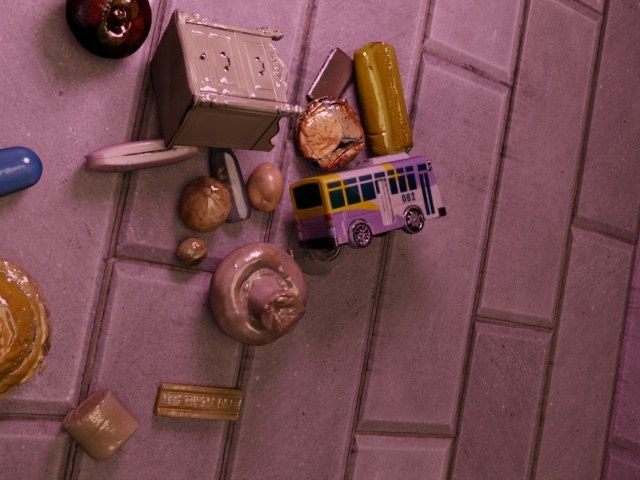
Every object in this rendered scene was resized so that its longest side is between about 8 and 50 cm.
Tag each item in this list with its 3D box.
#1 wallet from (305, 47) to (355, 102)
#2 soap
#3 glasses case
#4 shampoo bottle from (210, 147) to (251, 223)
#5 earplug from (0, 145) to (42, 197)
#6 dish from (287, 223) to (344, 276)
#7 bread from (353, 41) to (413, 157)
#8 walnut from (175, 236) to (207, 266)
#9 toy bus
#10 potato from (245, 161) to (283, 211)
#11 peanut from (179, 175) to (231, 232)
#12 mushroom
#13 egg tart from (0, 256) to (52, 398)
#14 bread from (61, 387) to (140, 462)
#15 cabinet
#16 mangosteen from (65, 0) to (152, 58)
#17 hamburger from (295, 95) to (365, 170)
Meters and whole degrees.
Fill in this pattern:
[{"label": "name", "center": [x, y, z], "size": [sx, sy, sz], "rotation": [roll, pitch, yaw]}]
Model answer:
[{"label": "wallet", "center": [0.038, -0.503, 2.091], "size": [0.110, 0.031, 0.198], "rotation": [35, 76, -26]}, {"label": "soap", "center": [-0.350, 0.465, 1.905], "size": [0.252, 0.037, 0.092], "rotation": [12, 85, -30]}, {"label": "glasses case", "center": [-0.471, -0.229, 1.761], "size": [0.297, 0.113, 0.075], "rotation": [-14, 97, -28]}, {"label": "shampoo bottle", "center": [-0.265, -0.170, 1.912], "size": [0.087, 0.049, 0.233], "rotation": [-13, 100, 0]}, {"label": "earplug", "center": [-0.802, -0.150, 1.570], "size": [0.273, 0.132, 0.132], "rotation": [-22, 103, -31]}, {"label": "dish", "center": [0.000, 0.000, 2.064], "size": [0.224, 0.078, 0.246], "rotation": [-24, 104, -26]}, {"label": "bread", "center": [0.194, -0.444, 2.134], "size": [0.166, 0.112, 0.383], "rotation": [-23, 105, -38]}, {"label": "walnut", "center": [-0.361, 0.032, 1.855], "size": [0.092, 0.092, 0.092], "rotation": [-1, 93, -30]}, {"label": "toy bus", "center": [0.146, -0.120, 1.992], "size": [0.440, 0.209, 0.249], "rotation": [-15, 95, -31]}, {"label": "potato", "center": [-0.160, -0.157, 1.951], "size": [0.112, 0.112, 0.147], "rotation": [-2, 100, -30]}, {"label": "peanut", "center": [-0.324, -0.098, 1.855], "size": [0.141, 0.109, 0.159], "rotation": [33, 100, 2]}, {"label": "mushroom", "center": [-0.155, 0.152, 1.857], "size": [0.298, 0.290, 0.297], "rotation": [-2, 94, -31]}, {"label": "egg tart", "center": [-0.827, 0.215, 1.553], "size": [0.388, 0.169, 0.387], "rotation": [0, 89, -26]}, {"label": "bread", "center": [-0.570, 0.482, 1.723], "size": [0.148, 0.134, 0.141], "rotation": [-38, 110, -9]}, {"label": "cabinet", "center": [-0.250, -0.413, 1.762], "size": [0.318, 0.227, 0.289], "rotation": [0, 65, -32]}, {"label": "mangosteen", "center": [-0.524, -0.574, 1.658], "size": [0.216, 0.216, 0.216], "rotation": [-1, 93, -30]}, {"label": "hamburger", "center": [0.023, -0.330, 2.037], "size": [0.231, 0.107, 0.230], "rotation": [-4, 105, -16]}]
